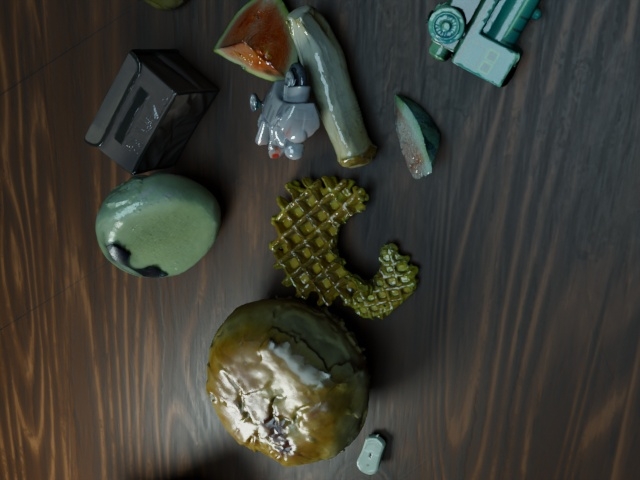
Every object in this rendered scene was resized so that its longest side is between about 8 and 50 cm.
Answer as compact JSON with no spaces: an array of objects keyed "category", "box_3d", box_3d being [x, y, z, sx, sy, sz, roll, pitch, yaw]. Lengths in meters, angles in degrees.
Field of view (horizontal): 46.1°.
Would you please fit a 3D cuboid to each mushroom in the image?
[{"category":"mushroom","box_3d":[0.025,-0.311,1.550,0.095,0.123,0.351,-19,104,16]}]

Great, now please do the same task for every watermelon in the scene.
[{"category":"watermelon","box_3d":[-0.117,-0.415,1.599,0.145,0.137,0.193,33,124,-30]},{"category":"watermelon","box_3d":[0.196,-0.216,1.542,0.094,0.081,0.180,-13,86,43]}]

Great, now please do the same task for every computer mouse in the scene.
[{"category":"computer mouse","box_3d":[0.127,0.517,1.838,0.056,0.032,0.110,20,104,15]}]

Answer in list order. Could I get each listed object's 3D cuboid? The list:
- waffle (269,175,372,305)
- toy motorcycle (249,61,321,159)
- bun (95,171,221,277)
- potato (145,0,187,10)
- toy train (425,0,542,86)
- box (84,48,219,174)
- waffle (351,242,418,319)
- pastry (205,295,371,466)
[{"category":"waffle","box_3d":[0.000,0.000,1.682,0.260,0.069,0.293,5,98,30]},{"category":"toy motorcycle","box_3d":[-0.070,-0.247,1.567,0.260,0.110,0.171,137,124,-62]},{"category":"bun","box_3d":[-0.387,-0.060,1.769,0.293,0.293,0.187,-54,47,28]},{"category":"potato","box_3d":[-0.357,-0.605,1.642,0.164,0.081,0.200,-4,108,24]},{"category":"toy train","box_3d":[0.326,-0.447,1.382,0.194,0.120,0.298,29,117,4]},{"category":"box","box_3d":[-0.379,-0.288,1.702,0.153,0.188,0.252,41,116,9]},{"category":"waffle","box_3d":[0.126,0.093,1.684,0.149,0.051,0.194,44,119,3]},{"category":"pastry","box_3d":[-0.071,0.314,1.732,0.409,0.245,0.409,9,114,21]}]
